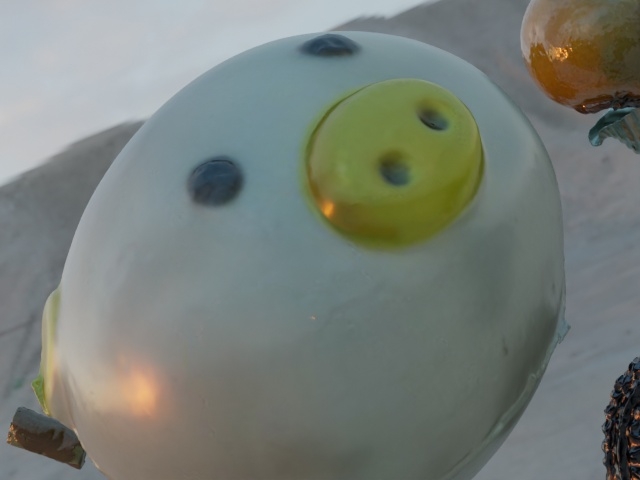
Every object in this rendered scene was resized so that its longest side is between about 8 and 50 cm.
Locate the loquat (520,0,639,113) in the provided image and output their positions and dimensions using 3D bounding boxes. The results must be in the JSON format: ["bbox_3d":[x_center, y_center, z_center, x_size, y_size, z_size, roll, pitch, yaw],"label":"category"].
[{"bbox_3d":[0.241,-0.173,1.224,0.141,0.141,0.141,-23,-3,-1],"label":"loquat"}]

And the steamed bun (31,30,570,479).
[{"bbox_3d":[-0.004,0.030,0.966,0.334,0.334,0.374,-27,20,48],"label":"steamed bun"}]

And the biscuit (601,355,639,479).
[{"bbox_3d":[0.297,0.157,1.084,0.194,0.195,0.053,-26,-15,37],"label":"biscuit"}]

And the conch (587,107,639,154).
[{"bbox_3d":[0.340,-0.127,1.364,0.153,0.102,0.135,-48,-3,-20],"label":"conch"}]

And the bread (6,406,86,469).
[{"bbox_3d":[-0.282,0.206,1.500,0.083,0.047,0.036,18,18,-1],"label":"bread"}]
